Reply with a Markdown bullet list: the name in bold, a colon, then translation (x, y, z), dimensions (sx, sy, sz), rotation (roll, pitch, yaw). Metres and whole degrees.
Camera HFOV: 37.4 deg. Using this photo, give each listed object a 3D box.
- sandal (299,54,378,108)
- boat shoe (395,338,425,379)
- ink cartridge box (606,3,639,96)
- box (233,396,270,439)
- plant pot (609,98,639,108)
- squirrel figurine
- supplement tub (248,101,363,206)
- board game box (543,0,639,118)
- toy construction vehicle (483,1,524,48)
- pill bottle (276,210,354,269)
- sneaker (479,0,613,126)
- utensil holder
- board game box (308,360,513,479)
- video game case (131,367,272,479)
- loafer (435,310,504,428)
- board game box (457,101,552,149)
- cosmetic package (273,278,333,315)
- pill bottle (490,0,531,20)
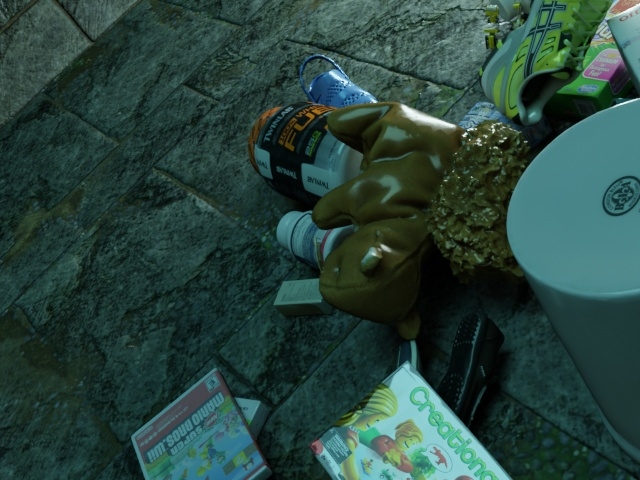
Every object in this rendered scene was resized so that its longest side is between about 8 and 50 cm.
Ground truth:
- **sandal**: translation (0.036, -0.320, 2.114), dimensions (0.126, 0.138, 0.317), rotation (-39, 38, -4)
- **boat shoe**: translation (0.125, 0.266, 1.455), dimensions (0.079, 0.095, 0.255), rotation (-11, 52, 16)
- **ink cartridge box**: translation (0.606, -0.285, 1.562), dimensions (0.171, 0.168, 0.233), rotation (-24, 39, 18)
- **box**: translation (-0.187, 0.362, 1.659), dimensions (0.145, 0.038, 0.186), rotation (0, 50, 40)
- **plant pot**: translation (0.539, -0.100, 1.375), dimensions (0.234, 0.165, 0.166), rotation (-4, 55, -5)
- **squirrel figurine**: translation (0.170, -0.030, 1.553), dimensions (0.396, 0.281, 0.370), rotation (-5, 38, 26)
- **supplement tub**: translation (0.010, -0.167, 1.912), dimensions (0.207, 0.207, 0.338), rotation (-50, 38, -15)
- **board game box**: translation (0.520, -0.373, 1.817), dimensions (0.242, 0.064, 0.316), rotation (17, 63, 48)
- **toy construction vehicle**: translation (0.389, -0.456, 2.003), dimensions (0.085, 0.098, 0.035), rotation (6, 38, 29)
- **pill bottle**: translation (0.000, 0.000, 1.826), dimensions (0.180, 0.108, 0.108), rotation (20, 65, 49)
- **sneaker**: translation (0.432, -0.362, 1.644), dimensions (0.385, 0.145, 0.147), rotation (-60, 39, 38)
- **utensil holder**: translation (0.437, 0.062, 1.157), dimensions (0.327, 0.385, 0.328), rotation (-24, 38, 20)
- **board game box**: translation (0.145, 0.339, 1.309), dimensions (0.193, 0.053, 0.305), rotation (-41, 57, -3)
- **video game case**: translation (-0.212, 0.366, 1.623), dimensions (0.204, 0.025, 0.285), rotation (-39, 36, 0)
- **loafer**: translation (0.231, 0.218, 1.424), dimensions (0.080, 0.078, 0.220), rotation (-10, 56, 68)
- **board game box**: translation (0.303, -0.177, 1.798), dimensions (0.194, 0.060, 0.194), rotation (-48, 37, -14)
- **cosmetic package**: translation (-0.026, 0.108, 1.789), dimensions (0.115, 0.041, 0.060), rotation (-5, 48, 37)
- **pill bottle**: translation (0.466, -0.567, 2.024), dimensions (0.215, 0.117, 0.117), rotation (-36, 36, 3)
